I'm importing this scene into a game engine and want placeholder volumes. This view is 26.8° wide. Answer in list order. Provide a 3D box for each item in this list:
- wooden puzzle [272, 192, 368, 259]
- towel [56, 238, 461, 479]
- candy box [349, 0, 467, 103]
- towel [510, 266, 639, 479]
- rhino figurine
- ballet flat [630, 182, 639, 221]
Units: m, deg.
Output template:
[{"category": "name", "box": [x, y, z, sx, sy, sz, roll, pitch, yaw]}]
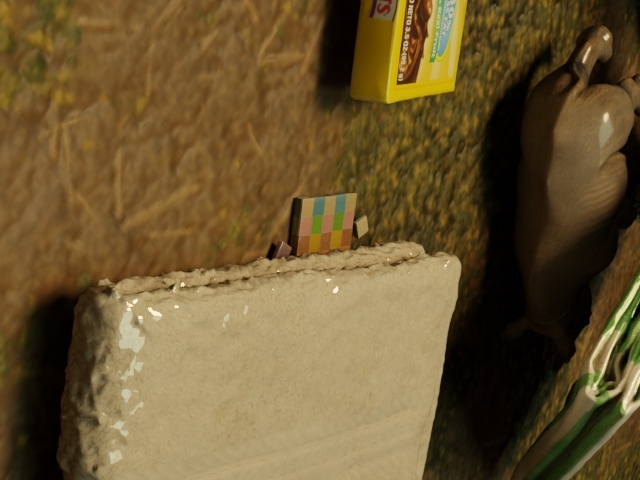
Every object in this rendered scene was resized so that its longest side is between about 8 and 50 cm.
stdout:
[{"category": "wooden puzzle", "box": [0.000, 0.000, 0.711, 0.083, 0.006, 0.049, -8, 108, -54]}, {"category": "towel", "box": [-0.028, 0.097, 0.665, 0.282, 0.049, 0.187, -5, 107, -54]}, {"category": "candy box", "box": [0.058, -0.177, 0.696, 0.105, 0.027, 0.206, -24, 123, -65]}, {"category": "towel", "box": [0.227, 0.011, 0.905, 0.325, 0.038, 0.248, -59, 170, -23]}, {"category": "rhino figurine", "box": [0.165, -0.011, 0.892, 0.106, 0.073, 0.243, -41, 141, -48]}, {"category": "ballet flat", "box": [0.291, -0.048, 1.094, 0.114, 0.041, 0.041, -38, 131, -43]}]
